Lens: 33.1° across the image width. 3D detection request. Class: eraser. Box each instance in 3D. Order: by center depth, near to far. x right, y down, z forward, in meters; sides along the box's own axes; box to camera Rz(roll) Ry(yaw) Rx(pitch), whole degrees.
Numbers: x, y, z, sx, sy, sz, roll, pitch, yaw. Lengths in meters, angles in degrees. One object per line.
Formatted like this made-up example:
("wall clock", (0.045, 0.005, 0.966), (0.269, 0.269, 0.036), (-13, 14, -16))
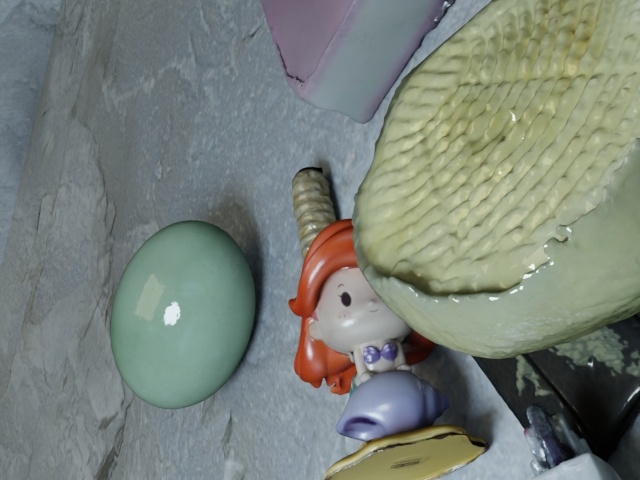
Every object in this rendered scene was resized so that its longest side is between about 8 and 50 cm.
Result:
("eraser", (0.026, -0.368, 1.366), (0.272, 0.122, 0.359), (-53, 40, 39))

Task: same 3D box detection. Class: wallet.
("wallet", (0.197, 0.071, 1.035), (0.170, 0.044, 0.321), (-63, 35, 26))

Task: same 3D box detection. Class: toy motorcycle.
("toy motorcycle", (0.227, 0.251, 0.843), (0.110, 0.171, 0.260), (-28, 36, 10))

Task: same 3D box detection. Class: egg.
("egg", (-0.197, 0.108, 1.548), (0.203, 0.202, 0.283), (39, 121, 56))

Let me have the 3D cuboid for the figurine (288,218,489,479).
("figurine", (0.051, 0.125, 1.139), (0.181, 0.208, 0.257), (-25, 59, 20))

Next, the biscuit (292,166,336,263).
("biscuit", (0.000, 0.000, 1.380), (0.061, 0.055, 0.219), (110, 152, -58))

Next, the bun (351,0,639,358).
("bun", (0.204, -0.055, 0.886), (0.364, 0.202, 0.364), (-39, 31, 29))
